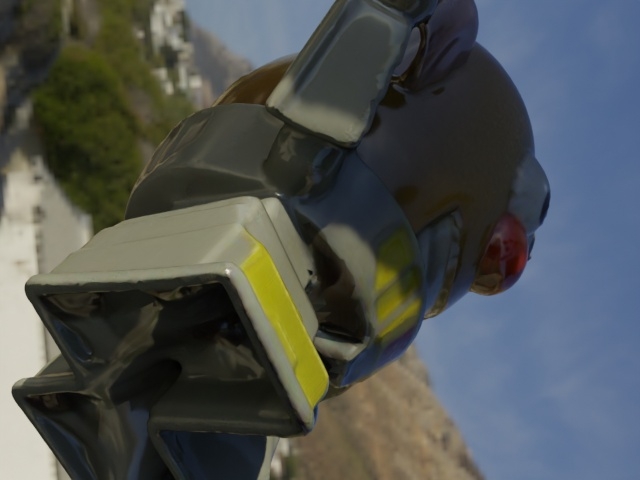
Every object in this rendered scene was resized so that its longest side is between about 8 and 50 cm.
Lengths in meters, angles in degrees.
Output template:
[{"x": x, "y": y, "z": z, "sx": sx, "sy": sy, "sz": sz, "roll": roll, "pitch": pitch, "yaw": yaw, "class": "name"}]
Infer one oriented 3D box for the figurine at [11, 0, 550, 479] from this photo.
[{"x": -0.001, "y": -0.001, "z": 0.723, "sx": 0.167, "sy": 0.285, "sz": 0.342, "roll": 45, "pitch": -44, "yaw": -4, "class": "figurine"}]
